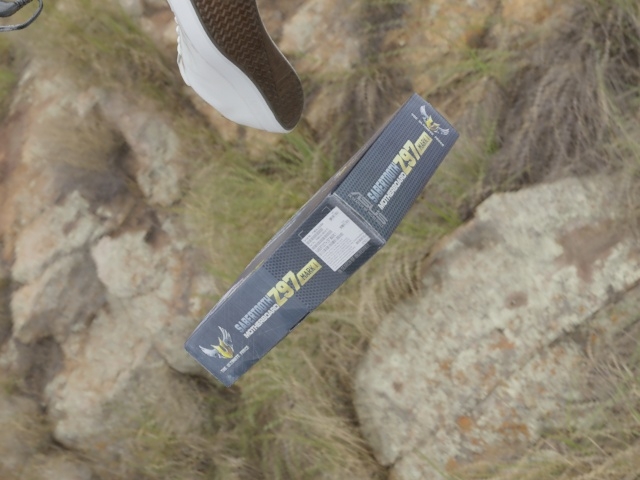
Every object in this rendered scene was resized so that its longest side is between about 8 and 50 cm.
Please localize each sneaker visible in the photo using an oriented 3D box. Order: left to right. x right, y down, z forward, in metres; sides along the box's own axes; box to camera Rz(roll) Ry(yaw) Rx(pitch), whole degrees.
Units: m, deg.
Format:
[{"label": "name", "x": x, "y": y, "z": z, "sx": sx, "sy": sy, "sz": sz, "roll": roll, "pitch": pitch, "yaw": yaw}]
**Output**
[{"label": "sneaker", "x": -0.127, "y": -0.220, "z": 1.112, "sx": 0.123, "sy": 0.290, "sz": 0.105, "roll": 9, "pitch": 57, "yaw": 30}]

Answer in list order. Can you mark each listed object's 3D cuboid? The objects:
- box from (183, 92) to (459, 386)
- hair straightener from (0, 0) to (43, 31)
[{"label": "box", "x": 0.000, "y": 0.000, "z": 0.861, "sx": 0.233, "sy": 0.059, "sz": 0.183, "roll": -44, "pitch": 5, "yaw": 40}, {"label": "hair straightener", "x": -0.346, "y": -0.222, "z": 0.862, "sx": 0.089, "sy": 0.231, "sz": 0.047, "roll": 171, "pitch": 112, "yaw": -80}]
